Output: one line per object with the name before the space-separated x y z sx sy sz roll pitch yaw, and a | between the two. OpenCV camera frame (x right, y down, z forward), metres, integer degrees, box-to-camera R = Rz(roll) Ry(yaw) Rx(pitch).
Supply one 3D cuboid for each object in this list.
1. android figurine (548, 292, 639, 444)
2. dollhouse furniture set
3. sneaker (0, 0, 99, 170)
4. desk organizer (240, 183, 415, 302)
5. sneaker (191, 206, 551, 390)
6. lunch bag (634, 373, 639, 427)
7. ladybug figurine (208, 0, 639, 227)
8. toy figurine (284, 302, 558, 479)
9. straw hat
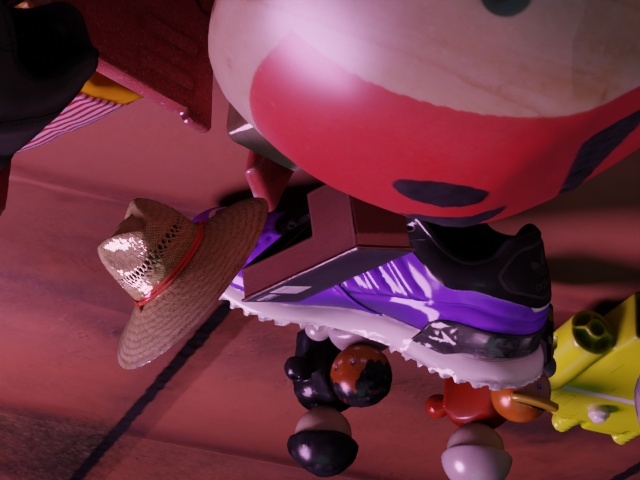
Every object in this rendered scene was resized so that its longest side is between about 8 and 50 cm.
android figurine | 0.299 0.116 1.625 0.248 0.056 0.273 14 150 -20
dollhouse furniture set | -0.077 -0.078 1.176 0.201 0.152 0.374 -21 144 40
sneaker | -0.217 -0.110 0.870 0.130 0.109 0.286 -35 154 20
desk organizer | 0.000 0.000 1.210 0.047 0.050 0.130 2 163 -36
sneaker | 0.039 -0.004 1.380 0.293 0.102 0.146 17 116 22
lunch bag | 0.364 0.129 1.337 0.213 0.305 0.256 -4 145 -9
ladybug figurine | 0.102 -0.116 0.926 0.305 0.162 0.449 -29 172 -1
toy figurine | 0.082 0.109 1.535 0.213 0.148 0.209 10 153 -10
straw hat | -0.101 0.007 1.142 0.061 0.144 0.144 42 140 -17
